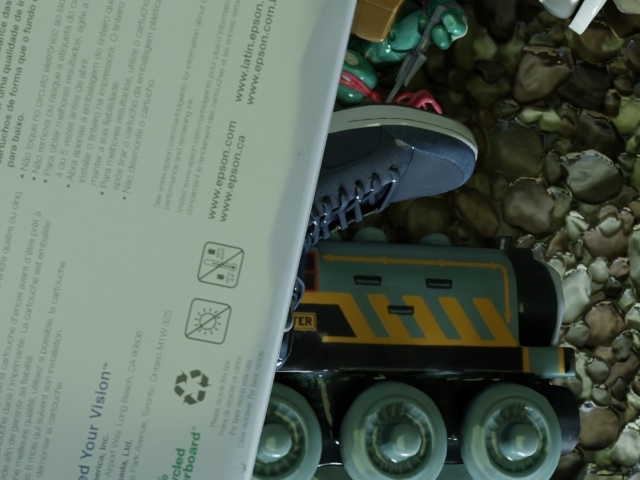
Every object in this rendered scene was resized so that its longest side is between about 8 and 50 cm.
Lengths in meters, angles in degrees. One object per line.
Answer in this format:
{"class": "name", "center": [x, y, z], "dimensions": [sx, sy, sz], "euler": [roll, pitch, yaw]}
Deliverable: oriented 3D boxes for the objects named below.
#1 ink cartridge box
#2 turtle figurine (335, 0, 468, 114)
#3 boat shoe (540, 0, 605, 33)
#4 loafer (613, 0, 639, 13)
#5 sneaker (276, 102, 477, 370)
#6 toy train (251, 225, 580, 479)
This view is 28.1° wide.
{"class": "ink cartridge box", "center": [-0.165, -0.033, 0.587], "dimensions": [0.330, 0.071, 0.324], "euler": [13, 92, -19]}
{"class": "turtle figurine", "center": [0.041, -0.181, 0.894], "dimensions": [0.175, 0.118, 0.234], "euler": [21, 80, 22]}
{"class": "boat shoe", "center": [0.185, -0.270, 0.901], "dimensions": [0.091, 0.109, 0.305], "euler": [23, 56, -5]}
{"class": "loafer", "center": [0.215, -0.234, 0.986], "dimensions": [0.056, 0.050, 0.148], "euler": [-26, 83, -25]}
{"class": "sneaker", "center": [-0.001, 0.001, 0.776], "dimensions": [0.226, 0.086, 0.163], "euler": [-3, 59, -13]}
{"class": "toy train", "center": [0.029, 0.082, 0.885], "dimensions": [0.334, 0.142, 0.190], "euler": [3, 81, -20]}
